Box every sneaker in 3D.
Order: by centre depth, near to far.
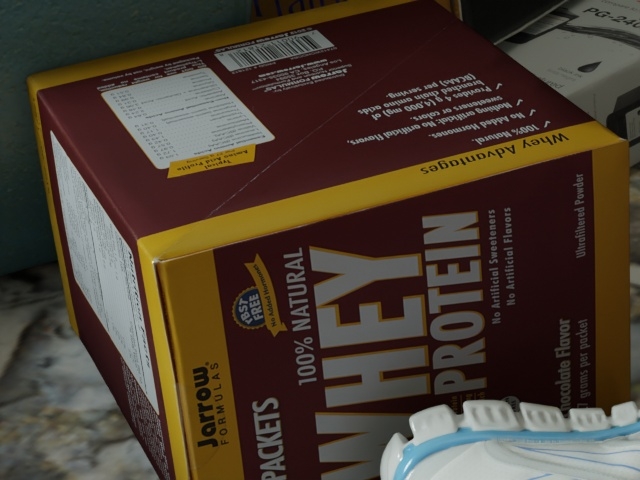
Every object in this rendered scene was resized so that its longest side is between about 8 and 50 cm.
[{"bbox_3d":[0.118,0.096,0.628,0.190,0.071,0.083,-12,35,7],"label":"sneaker"}]

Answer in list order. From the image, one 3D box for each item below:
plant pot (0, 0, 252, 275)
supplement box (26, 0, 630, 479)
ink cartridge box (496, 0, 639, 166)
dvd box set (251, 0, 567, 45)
[{"bbox_3d":[-0.173,-0.123,0.870,0.247,0.252,0.247,-16,34,-17],"label":"plant pot"},{"bbox_3d":[0.000,0.000,0.747,0.191,0.129,0.194,-15,30,-16],"label":"supplement box"},{"bbox_3d":[0.130,-0.082,0.937,0.150,0.063,0.109,-27,34,-31],"label":"ink cartridge box"},{"bbox_3d":[-0.001,-0.194,1.098,0.420,0.062,0.307,7,29,40],"label":"dvd box set"}]
